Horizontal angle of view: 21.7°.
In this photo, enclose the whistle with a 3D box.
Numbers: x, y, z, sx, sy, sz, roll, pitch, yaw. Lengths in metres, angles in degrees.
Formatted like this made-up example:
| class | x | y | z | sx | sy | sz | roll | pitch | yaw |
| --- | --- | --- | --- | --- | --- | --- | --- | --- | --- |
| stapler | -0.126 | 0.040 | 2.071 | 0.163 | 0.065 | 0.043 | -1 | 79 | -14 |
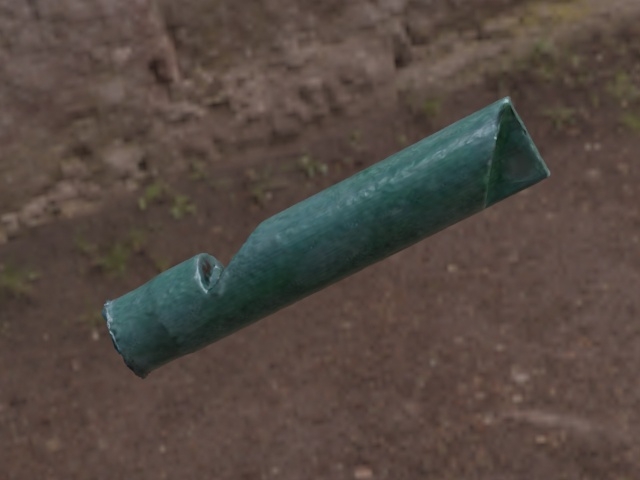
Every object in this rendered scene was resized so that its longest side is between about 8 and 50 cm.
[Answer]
| class | x | y | z | sx | sy | sz | roll | pitch | yaw |
| --- | --- | --- | --- | --- | --- | --- | --- | --- | --- |
| whistle | 0.000 | 0.000 | 0.662 | 0.186 | 0.039 | 0.039 | -26 | 26 | 17 |
